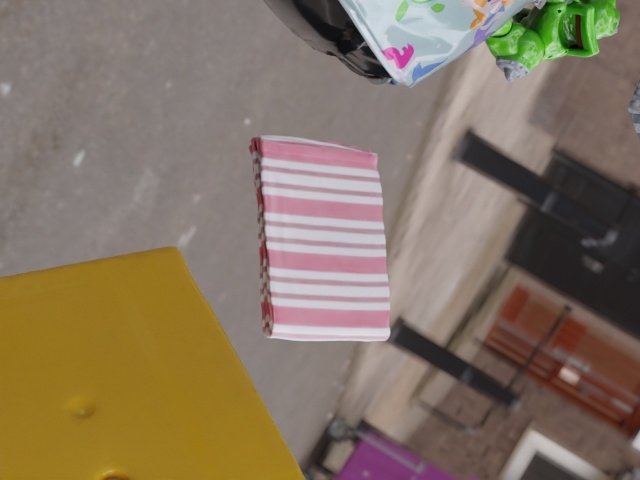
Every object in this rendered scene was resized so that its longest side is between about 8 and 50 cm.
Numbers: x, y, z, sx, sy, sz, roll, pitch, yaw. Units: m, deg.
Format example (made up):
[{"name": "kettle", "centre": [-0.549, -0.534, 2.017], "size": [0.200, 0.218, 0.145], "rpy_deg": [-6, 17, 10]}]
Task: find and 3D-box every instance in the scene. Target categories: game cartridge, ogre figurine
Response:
[{"name": "game cartridge", "centre": [-0.187, 0.146, 1.082], "size": [0.285, 0.323, 0.052], "rpy_deg": [-11, 135, -24]}, {"name": "ogre figurine", "centre": [0.196, -0.215, 1.215], "size": [0.197, 0.097, 0.118], "rpy_deg": [-34, 111, -46]}]

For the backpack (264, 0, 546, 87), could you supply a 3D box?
[{"name": "backpack", "centre": [0.024, -0.190, 0.684], "size": [0.191, 0.225, 0.253], "rpy_deg": [-35, -172, 9]}]

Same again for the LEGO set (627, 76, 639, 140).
[{"name": "LEGO set", "centre": [0.285, -0.082, 0.580], "size": [0.255, 0.331, 0.192], "rpy_deg": [-58, 144, -16]}]

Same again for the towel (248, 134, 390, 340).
[{"name": "towel", "centre": [0.000, 0.000, 1.320], "size": [0.029, 0.144, 0.197], "rpy_deg": [-20, -110, 52]}]
